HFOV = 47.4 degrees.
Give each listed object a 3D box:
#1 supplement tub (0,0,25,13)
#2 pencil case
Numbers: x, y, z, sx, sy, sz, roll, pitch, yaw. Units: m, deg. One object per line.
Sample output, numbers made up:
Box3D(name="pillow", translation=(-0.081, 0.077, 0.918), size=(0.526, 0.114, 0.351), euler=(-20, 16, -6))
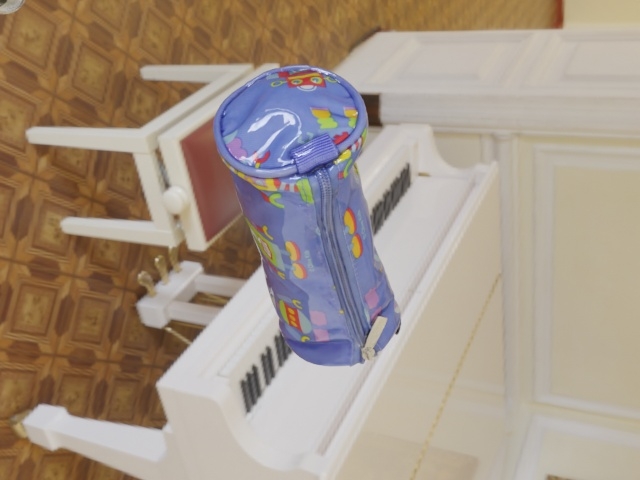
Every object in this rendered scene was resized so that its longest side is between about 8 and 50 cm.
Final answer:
Box3D(name="supplement tub", translation=(-0.309, -0.374, 0.580), size=(0.207, 0.207, 0.338), euler=(-4, 113, -64))
Box3D(name="pencil case", translation=(0.000, 0.000, 0.650), size=(0.119, 0.133, 0.306), euler=(-29, 139, -13))
